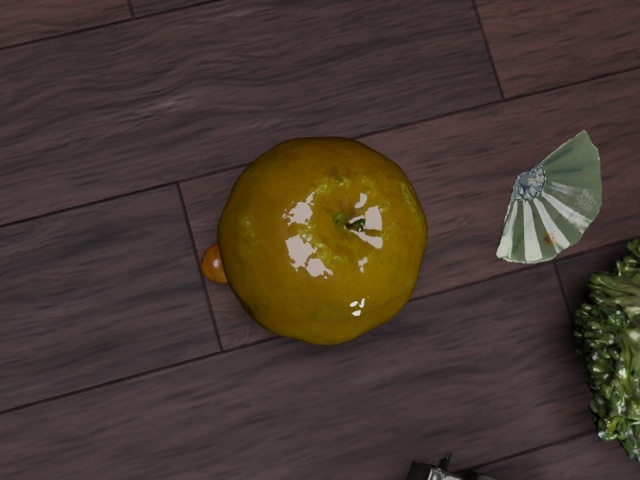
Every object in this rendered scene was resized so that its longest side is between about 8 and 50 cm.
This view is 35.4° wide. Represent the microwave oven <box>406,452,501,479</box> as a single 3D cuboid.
[{"bbox_3d":[0.221,0.406,1.328,0.240,0.145,0.194,22,83,-2],"label":"microwave oven"}]

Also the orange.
[{"bbox_3d":[0.000,0.000,1.316,0.279,0.235,0.279,4,76,-19],"label":"orange"}]

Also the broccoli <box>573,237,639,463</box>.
[{"bbox_3d":[0.512,0.159,1.363,0.324,0.272,0.334,45,68,-38],"label":"broccoli"}]

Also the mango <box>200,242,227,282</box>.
[{"bbox_3d":[-0.124,0.027,1.400,0.089,0.046,0.060,-15,85,-21],"label":"mango"}]

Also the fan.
[{"bbox_3d":[0.345,-0.059,1.479,0.131,0.009,0.240,36,79,-2],"label":"fan"}]
